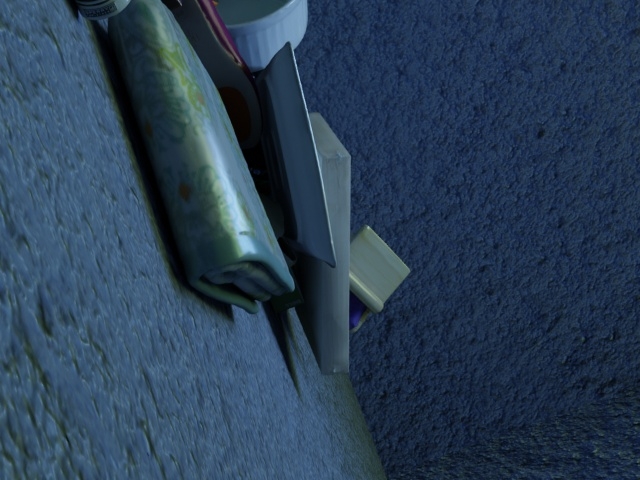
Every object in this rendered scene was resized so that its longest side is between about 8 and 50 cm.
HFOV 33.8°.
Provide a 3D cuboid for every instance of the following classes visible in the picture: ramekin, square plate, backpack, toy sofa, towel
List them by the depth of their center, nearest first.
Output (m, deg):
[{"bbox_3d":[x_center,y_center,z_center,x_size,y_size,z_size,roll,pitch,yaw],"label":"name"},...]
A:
[{"bbox_3d":[-0.139,-0.083,1.243,0.374,0.090,0.320,63,4,-79],"label":"towel"},{"bbox_3d":[-0.053,-0.131,1.727,0.344,0.049,0.347,-166,-116,-80],"label":"square plate"},{"bbox_3d":[-0.152,-0.429,1.905,0.135,0.277,0.277,81,-8,-54],"label":"ramekin"},{"bbox_3d":[-0.128,-0.193,1.978,0.152,0.115,0.182,39,-2,-11],"label":"backpack"},{"bbox_3d":[0.007,0.047,2.202,0.150,0.177,0.362,47,-10,-26],"label":"toy sofa"}]

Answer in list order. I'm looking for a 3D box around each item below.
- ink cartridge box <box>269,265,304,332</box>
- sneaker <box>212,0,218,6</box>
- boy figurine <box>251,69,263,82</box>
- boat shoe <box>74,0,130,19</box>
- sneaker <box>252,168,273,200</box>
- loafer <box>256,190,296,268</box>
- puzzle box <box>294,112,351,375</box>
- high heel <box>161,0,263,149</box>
[{"bbox_3d":[-0.080,0.060,1.959,0.109,0.062,0.209,-109,179,-51],"label":"ink cartridge box"},{"bbox_3d":[-0.254,-0.421,1.765,0.083,0.087,0.221,41,4,-39],"label":"sneaker"},{"bbox_3d":[-0.186,-0.390,2.079,0.285,0.177,0.092,56,-17,41],"label":"boy figurine"},{"bbox_3d":[-0.228,-0.314,1.068,0.070,0.078,0.219,70,2,-46],"label":"boat shoe"},{"bbox_3d":[-0.102,-0.099,2.112,0.341,0.125,0.139,-101,177,-64],"label":"sneaker"},{"bbox_3d":[-0.107,-0.043,1.651,0.102,0.092,0.268,-111,-178,-47],"label":"loafer"},{"bbox_3d":[0.000,0.000,1.889,0.272,0.052,0.409,-116,-156,-64],"label":"puzzle box"},{"bbox_3d":[-0.185,-0.322,1.665,0.181,0.127,0.377,-93,163,-46],"label":"high heel"}]
